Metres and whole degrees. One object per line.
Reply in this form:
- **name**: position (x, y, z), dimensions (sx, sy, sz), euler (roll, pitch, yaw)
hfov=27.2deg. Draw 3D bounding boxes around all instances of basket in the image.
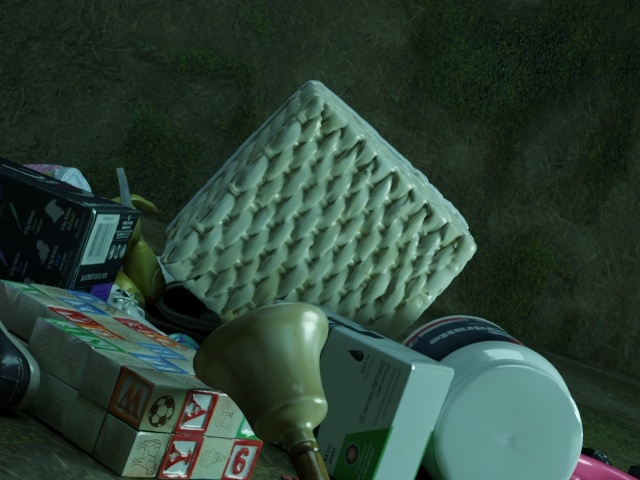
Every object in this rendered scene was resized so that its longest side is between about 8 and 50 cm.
- **basket**: position (0.000, 0.000, 1.811), dimensions (0.328, 0.331, 0.266), euler (43, 4, -7)

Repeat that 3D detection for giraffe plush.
- **giraffe plush**: position (-0.332, 0.017, 1.820), dimensions (0.170, 0.210, 0.181), euler (-9, -13, 27)

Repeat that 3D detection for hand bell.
- **hand bell**: position (-0.009, 0.183, 1.094), dimensions (0.126, 0.126, 0.242), euler (16, 39, -47)

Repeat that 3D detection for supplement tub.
- **supplement tub**: position (0.189, 0.202, 1.570), dimensions (0.191, 0.191, 0.272), euler (20, 4, -9)

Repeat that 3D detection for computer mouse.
- **computer mouse**: position (0.452, 0.340, 1.915), dimensions (0.071, 0.041, 0.242), euler (59, -16, -23)

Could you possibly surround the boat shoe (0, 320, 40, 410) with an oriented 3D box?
- **boat shoe**: position (-0.340, 0.092, 1.232), dimensions (0.206, 0.075, 0.065), euler (30, 6, 40)

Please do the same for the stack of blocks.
- **stack of blocks**: position (-0.209, 0.129, 1.279), dimensions (0.297, 0.087, 0.171), euler (24, 5, 39)

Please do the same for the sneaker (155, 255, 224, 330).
- **sneaker**: position (-0.131, 0.102, 2.041), dimensions (0.292, 0.108, 0.169), euler (9, 9, -20)

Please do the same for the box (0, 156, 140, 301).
- **box**: position (-0.373, -0.018, 1.525), dimensions (0.270, 0.143, 0.165), euler (21, 4, 9)

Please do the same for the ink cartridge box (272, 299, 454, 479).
- **ink cartridge box**: position (0.021, 0.170, 1.448), dimensions (0.208, 0.153, 0.087), euler (22, 5, 39)

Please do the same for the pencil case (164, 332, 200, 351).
- **pencil case**: position (-0.159, 0.147, 1.463), dimensions (0.070, 0.064, 0.151), euler (36, 1, -10)

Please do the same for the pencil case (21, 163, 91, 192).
- **pencil case**: position (-0.426, -0.033, 1.683), dimensions (0.273, 0.124, 0.113), euler (2, -26, 14)

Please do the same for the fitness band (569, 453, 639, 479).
- **fitness band**: position (0.381, 0.341, 1.712), dimensions (0.209, 0.054, 0.291), euler (23, 5, -5)

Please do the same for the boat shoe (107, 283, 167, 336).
- **boat shoe**: position (-0.262, 0.091, 1.628), dimensions (0.226, 0.076, 0.083), euler (21, 4, 6)

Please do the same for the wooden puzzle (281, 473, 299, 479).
- **wooden puzzle**: position (0.003, 0.249, 1.318), dimensions (0.083, 0.006, 0.049), euler (18, 4, -30)
